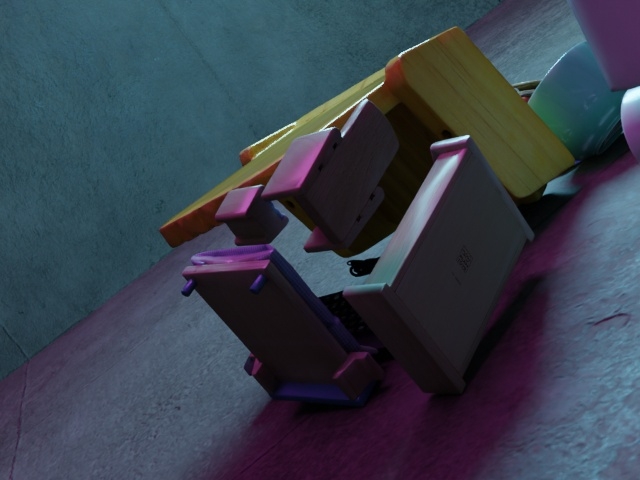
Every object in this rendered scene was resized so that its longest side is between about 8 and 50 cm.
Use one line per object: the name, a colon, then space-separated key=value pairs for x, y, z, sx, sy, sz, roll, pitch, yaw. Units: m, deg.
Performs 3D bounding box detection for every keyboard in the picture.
keyboard: x=0.060 y=0.064 z=1.067 sx=0.317 sy=0.033 sz=0.201 roll=-17 pitch=26 yaw=36

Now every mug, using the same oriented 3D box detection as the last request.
mug: x=0.330 y=-0.172 z=1.111 sx=0.129 sy=0.097 sz=0.157 roll=-27 pitch=-28 yaw=-46

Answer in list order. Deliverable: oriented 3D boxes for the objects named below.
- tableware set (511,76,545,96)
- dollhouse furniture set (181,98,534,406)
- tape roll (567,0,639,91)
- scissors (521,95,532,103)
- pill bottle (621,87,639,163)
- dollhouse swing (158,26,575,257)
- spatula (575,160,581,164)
tableware set: x=0.298 y=-0.251 z=1.489 sx=0.194 sy=0.039 sz=0.128 roll=-5 pitch=4 yaw=-2
dollhouse furniture set: x=0.000 y=0.000 z=0.907 sx=0.303 sy=0.286 sz=0.198 roll=-8 pitch=40 yaw=45
tape roll: x=0.356 y=-0.233 z=0.760 sx=0.286 sy=0.100 sz=0.286 roll=-28 pitch=5 yaw=3
scissors: x=0.243 y=-0.217 z=1.480 sx=0.297 sy=0.021 sz=0.109 roll=-4 pitch=6 yaw=-2
pill bottle: x=0.388 y=-0.132 z=0.820 sx=0.208 sy=0.119 sz=0.119 roll=-23 pitch=17 yaw=49
dollhouse swing: x=0.046 y=-0.039 z=1.090 sx=0.347 sy=0.315 sz=0.305 roll=-21 pitch=31 yaw=53
spatula: x=0.246 y=-0.088 z=1.270 sx=0.296 sy=0.030 sz=0.084 roll=-23 pitch=20 yaw=47
